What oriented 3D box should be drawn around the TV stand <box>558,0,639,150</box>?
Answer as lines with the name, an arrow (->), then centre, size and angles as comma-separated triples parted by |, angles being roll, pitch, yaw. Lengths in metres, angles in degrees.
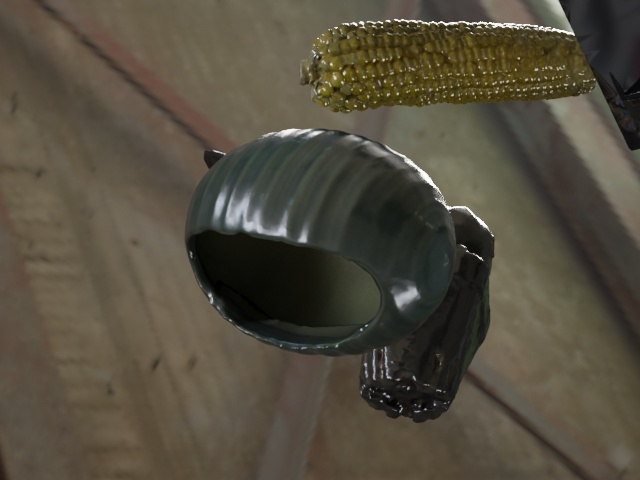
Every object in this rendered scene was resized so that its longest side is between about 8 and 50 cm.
TV stand -> 0.176, -0.181, 1.116 | 0.040, 0.049, 0.256 | -45, -67, -42

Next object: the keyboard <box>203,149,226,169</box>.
keyboard -> -0.043, -0.040, 1.900 | 0.016, 0.106, 0.262 | -38, -149, -21

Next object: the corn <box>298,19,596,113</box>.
corn -> 0.119, -0.165, 1.614 | 0.288, 0.086, 0.086 | -2, -138, -12

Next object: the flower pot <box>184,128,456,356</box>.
flower pot -> 0.000, 0.000, 1.443 | 0.243, 0.189, 0.157 | 9, -140, 30

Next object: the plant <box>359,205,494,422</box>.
plant -> 0.116, 0.075, 1.936 | 0.141, 0.164, 0.256 | 10, -126, 14
